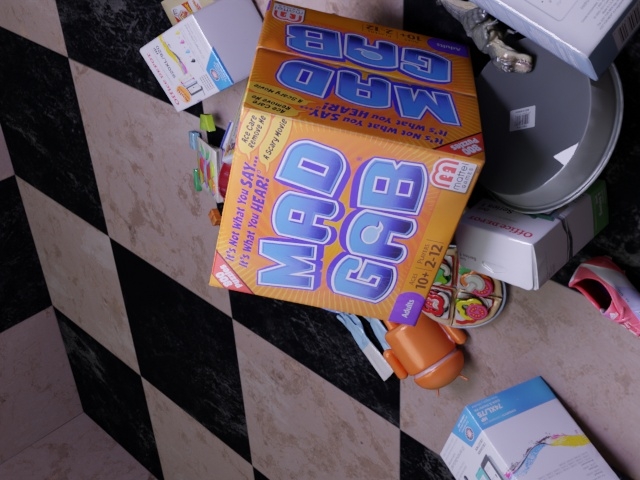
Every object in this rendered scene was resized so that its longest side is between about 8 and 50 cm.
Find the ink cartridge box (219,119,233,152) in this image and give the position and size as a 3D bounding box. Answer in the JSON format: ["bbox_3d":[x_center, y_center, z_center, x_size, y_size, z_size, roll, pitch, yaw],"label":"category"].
[{"bbox_3d":[-0.114,-0.137,2.067,0.332,0.065,0.165,48,144,12],"label":"ink cartridge box"}]

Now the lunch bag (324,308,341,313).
[{"bbox_3d":[0.000,0.000,1.909,0.243,0.115,0.303,22,124,18],"label":"lunch bag"}]

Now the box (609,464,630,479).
[{"bbox_3d":[0.608,0.584,1.718,0.183,0.059,0.232,36,140,30],"label":"box"}]

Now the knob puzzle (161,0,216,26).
[{"bbox_3d":[-0.270,-0.510,2.003,0.213,0.030,0.213,25,137,26],"label":"knob puzzle"}]

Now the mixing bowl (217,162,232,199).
[{"bbox_3d":[-0.135,-0.149,1.930,0.098,0.181,0.181,32,162,-36],"label":"mixing bowl"}]

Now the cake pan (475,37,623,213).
[{"bbox_3d":[0.333,-0.190,1.346,0.293,0.054,0.293,-14,72,50],"label":"cake pan"}]

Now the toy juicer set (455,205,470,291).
[{"bbox_3d":[0.227,0.021,1.738,0.209,0.089,0.329,47,144,17],"label":"toy juicer set"}]

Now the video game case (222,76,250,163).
[{"bbox_3d":[-0.124,-0.286,1.865,0.026,0.226,0.206,25,161,-32],"label":"video game case"}]

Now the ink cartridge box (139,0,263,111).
[{"bbox_3d":[-0.246,-0.417,1.897,0.233,0.168,0.171,-13,112,50],"label":"ink cartridge box"}]

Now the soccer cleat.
[{"bbox_3d":[0.528,0.126,1.437,0.248,0.095,0.083,45,143,19],"label":"soccer cleat"}]

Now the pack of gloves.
[{"bbox_3d":[0.125,0.211,2.071,0.232,0.046,0.195,53,157,14],"label":"pack of gloves"}]

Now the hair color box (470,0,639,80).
[{"bbox_3d":[0.295,-0.413,1.225,0.374,0.114,0.185,41,100,23],"label":"hair color box"}]

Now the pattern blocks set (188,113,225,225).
[{"bbox_3d":[-0.277,-0.175,2.154,0.325,0.026,0.285,-169,71,-67],"label":"pattern blocks set"}]

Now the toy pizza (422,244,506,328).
[{"bbox_3d":[0.268,0.099,1.710,0.201,0.032,0.201,12,125,18],"label":"toy pizza"}]

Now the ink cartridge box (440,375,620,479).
[{"bbox_3d":[0.409,0.453,1.690,0.270,0.197,0.198,56,149,34],"label":"ink cartridge box"}]

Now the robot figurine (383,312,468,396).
[{"bbox_3d":[0.225,0.232,1.869,0.219,0.158,0.128,55,168,5],"label":"robot figurine"}]

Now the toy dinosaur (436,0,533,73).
[{"bbox_3d":[0.260,-0.373,1.377,0.268,0.064,0.118,60,142,42],"label":"toy dinosaur"}]

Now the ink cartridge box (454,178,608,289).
[{"bbox_3d":[0.351,-0.028,1.427,0.160,0.219,0.092,19,134,42],"label":"ink cartridge box"}]

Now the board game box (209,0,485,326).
[{"bbox_3d":[0.037,-0.131,1.440,0.357,0.356,0.356,12,130,-5],"label":"board game box"}]

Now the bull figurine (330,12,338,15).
[{"bbox_3d":[0.042,-0.298,1.637,0.101,0.188,0.310,27,135,37],"label":"bull figurine"}]
